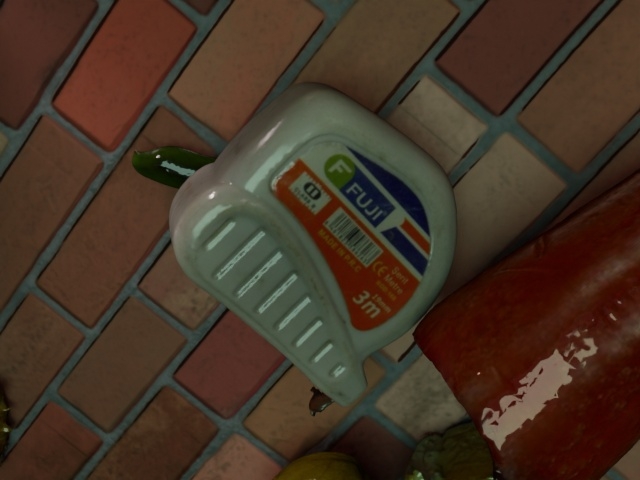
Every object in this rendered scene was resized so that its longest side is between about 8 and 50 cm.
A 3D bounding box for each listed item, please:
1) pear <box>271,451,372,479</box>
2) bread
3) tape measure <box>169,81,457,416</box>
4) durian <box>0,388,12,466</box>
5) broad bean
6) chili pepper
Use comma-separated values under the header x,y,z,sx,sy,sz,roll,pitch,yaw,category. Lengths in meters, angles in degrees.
x,y,z,sx,sy,sz,roll,pitch,yaw,category
0.001,0.319,0.820,0.149,0.149,0.162,43,104,-4,pear
0.173,0.327,0.810,0.186,0.124,0.257,16,109,11,bread
0.000,0.000,0.713,0.265,0.130,0.258,-45,112,2,tape measure
-0.493,0.192,0.879,0.191,0.112,0.341,-2,103,12,durian
-0.097,-0.047,0.785,0.227,0.039,0.069,33,108,-4,broad bean
0.269,0.087,0.664,0.305,0.229,0.251,-35,128,12,chili pepper
